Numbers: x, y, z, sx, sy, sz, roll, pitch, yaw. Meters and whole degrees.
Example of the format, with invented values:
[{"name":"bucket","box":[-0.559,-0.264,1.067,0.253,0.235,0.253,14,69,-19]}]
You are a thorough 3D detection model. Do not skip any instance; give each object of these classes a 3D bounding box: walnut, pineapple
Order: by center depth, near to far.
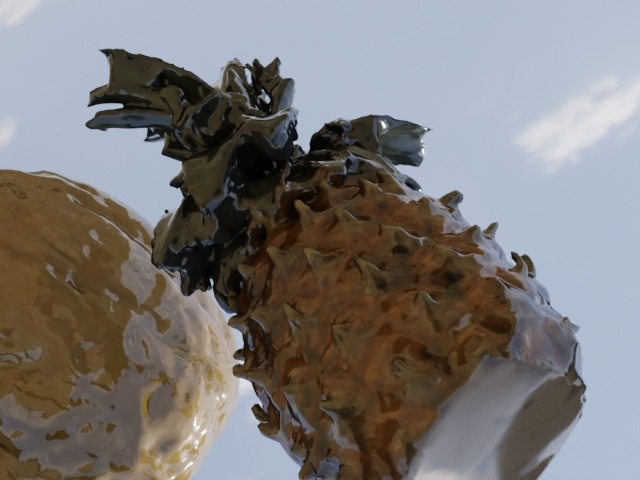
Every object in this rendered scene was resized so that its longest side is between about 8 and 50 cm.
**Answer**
[{"name":"pineapple","box":[0.000,0.000,0.726,0.170,0.141,0.310,-19,-132,-26]},{"name":"walnut","box":[-0.182,0.070,0.933,0.224,0.257,0.257,-35,-159,45]}]
